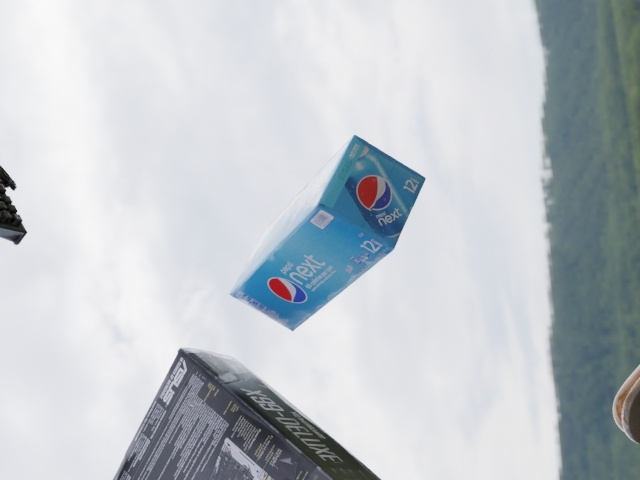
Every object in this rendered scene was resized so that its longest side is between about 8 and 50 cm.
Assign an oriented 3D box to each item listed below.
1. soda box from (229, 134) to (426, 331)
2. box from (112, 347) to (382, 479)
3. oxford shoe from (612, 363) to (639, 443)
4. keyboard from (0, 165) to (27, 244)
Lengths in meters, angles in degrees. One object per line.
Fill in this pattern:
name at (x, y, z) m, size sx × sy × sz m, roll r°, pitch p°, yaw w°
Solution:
soda box at (0.000, 0.000, 0.981) m, size 0.067 × 0.210 × 0.071 m, roll 31°, pitch -119°, yaw -10°
box at (-0.094, 0.279, 1.021) m, size 0.076 × 0.242 × 0.307 m, roll 20°, pitch -80°, yaw -49°
oxford shoe at (0.276, 0.085, 0.941) m, size 0.212 × 0.076 × 0.076 m, roll -34°, pitch -61°, yaw -37°
keyboard at (-0.276, -0.074, 0.936) m, size 0.180 × 0.023 × 0.108 m, roll 57°, pitch -168°, yaw 25°
